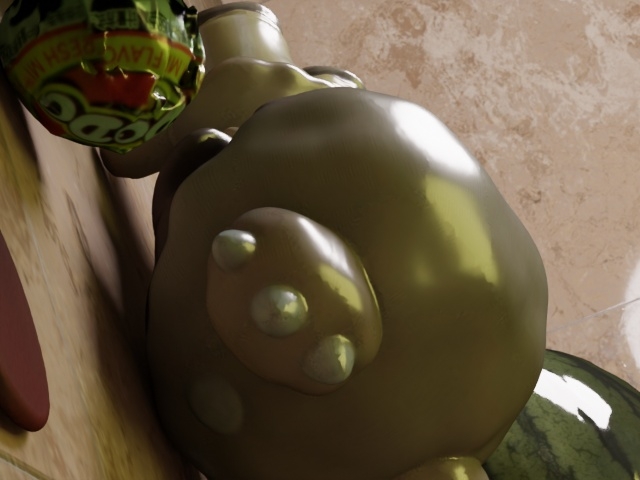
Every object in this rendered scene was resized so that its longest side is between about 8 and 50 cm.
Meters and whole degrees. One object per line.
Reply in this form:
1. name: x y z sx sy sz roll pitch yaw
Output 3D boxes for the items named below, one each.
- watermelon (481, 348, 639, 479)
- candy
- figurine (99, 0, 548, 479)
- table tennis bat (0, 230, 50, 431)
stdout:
1. watermelon: 0.129 0.220 1.109 0.279 0.279 0.359 63 8 -71
2. candy: -0.123 -0.179 0.821 0.091 0.083 0.305 7 57 -39
3. figurine: 0.000 0.000 0.925 0.380 0.203 0.248 -109 174 -55
4. table tennis bat: -0.112 0.009 0.545 0.155 0.019 0.098 71 0 -72
